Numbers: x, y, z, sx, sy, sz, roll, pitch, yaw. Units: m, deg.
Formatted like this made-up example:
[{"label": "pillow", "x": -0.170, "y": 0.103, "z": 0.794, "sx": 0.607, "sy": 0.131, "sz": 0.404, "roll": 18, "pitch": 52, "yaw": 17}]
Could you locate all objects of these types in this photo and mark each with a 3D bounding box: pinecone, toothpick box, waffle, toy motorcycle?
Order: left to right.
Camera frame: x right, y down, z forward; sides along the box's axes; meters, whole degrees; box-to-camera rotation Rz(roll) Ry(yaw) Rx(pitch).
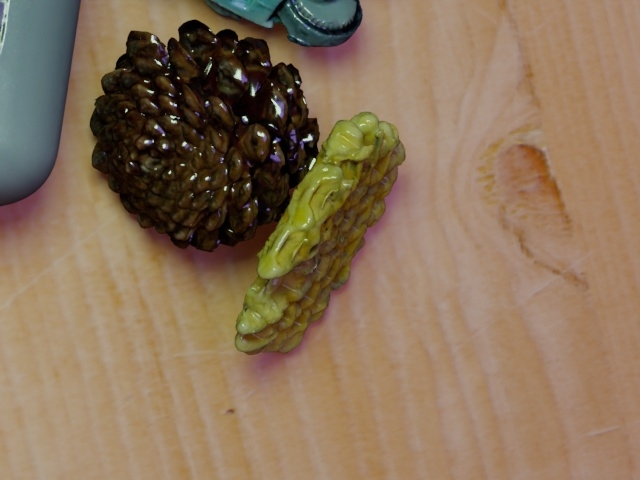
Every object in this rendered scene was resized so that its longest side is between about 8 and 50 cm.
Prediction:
[{"label": "toothpick box", "x": -0.328, "y": -0.174, "z": 1.590, "sx": 0.263, "sy": 0.263, "sz": 0.354, "roll": 9, "pitch": 84, "yaw": -24}, {"label": "pinecone", "x": -0.102, "y": -0.100, "z": 1.701, "sx": 0.221, "sy": 0.221, "sz": 0.221, "roll": 2, "pitch": 86, "yaw": -24}, {"label": "toy motorcycle", "x": -0.064, "y": -0.302, "z": 1.766, "sx": 0.260, "sy": 0.154, "sz": 0.206, "roll": 23, "pitch": 54, "yaw": -18}, {"label": "waffle", "x": -0.002, "y": -0.001, "z": 1.726, "sx": 0.056, "sy": 0.250, "sz": 0.261, "roll": 29, "pitch": 85, "yaw": 12}]
